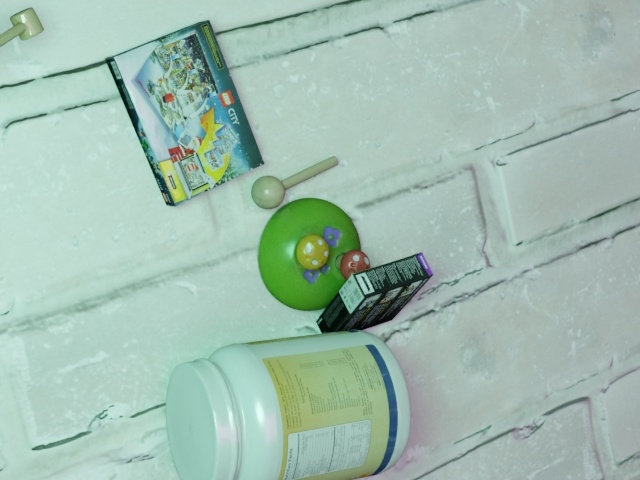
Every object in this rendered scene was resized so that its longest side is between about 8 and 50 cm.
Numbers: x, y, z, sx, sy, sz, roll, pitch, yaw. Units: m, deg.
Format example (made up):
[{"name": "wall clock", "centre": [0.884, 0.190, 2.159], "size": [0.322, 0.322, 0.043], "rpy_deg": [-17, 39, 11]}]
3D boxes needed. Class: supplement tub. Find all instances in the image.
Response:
[{"name": "supplement tub", "centre": [-0.050, 0.259, 1.527], "size": [0.316, 0.228, 0.228], "rpy_deg": [-4, 96, -29]}]

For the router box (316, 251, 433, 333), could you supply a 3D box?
[{"name": "router box", "centre": [0.083, 0.092, 1.622], "size": [0.133, 0.179, 0.046], "rpy_deg": [-16, 69, -28]}]

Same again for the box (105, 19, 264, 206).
[{"name": "box", "centre": [-0.197, -0.188, 1.512], "size": [0.159, 0.044, 0.233], "rpy_deg": [-28, 107, -25]}]

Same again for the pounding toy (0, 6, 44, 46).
[{"name": "pounding toy", "centre": [-0.458, -0.266, 1.277], "size": [0.206, 0.181, 0.094], "rpy_deg": [-30, 108, -24]}]

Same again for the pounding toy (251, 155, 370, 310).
[{"name": "pounding toy", "centre": [0.000, 0.000, 1.602], "size": [0.183, 0.110, 0.237], "rpy_deg": [-19, 103, -27]}]
